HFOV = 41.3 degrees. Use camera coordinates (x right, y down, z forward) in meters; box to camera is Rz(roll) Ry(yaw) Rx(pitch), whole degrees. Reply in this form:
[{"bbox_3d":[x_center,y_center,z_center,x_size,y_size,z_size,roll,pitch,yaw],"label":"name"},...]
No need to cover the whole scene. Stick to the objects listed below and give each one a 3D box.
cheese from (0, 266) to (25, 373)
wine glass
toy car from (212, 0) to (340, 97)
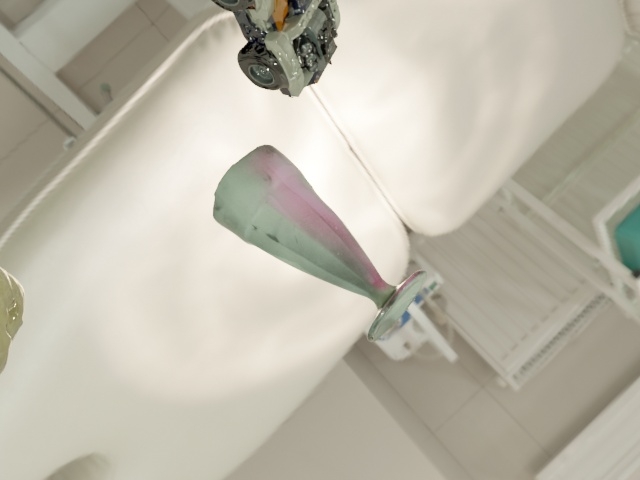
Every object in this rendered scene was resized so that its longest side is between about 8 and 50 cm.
[{"bbox_3d":[-0.446,0.066,0.969,0.173,0.248,0.252,-4,99,4],"label":"cheese"},{"bbox_3d":[0.000,0.000,0.619,0.073,0.155,0.073,-48,163,-20],"label":"wine glass"},{"bbox_3d":[-0.049,-0.342,1.185,0.193,0.117,0.301,-63,148,-26],"label":"toy car"}]
